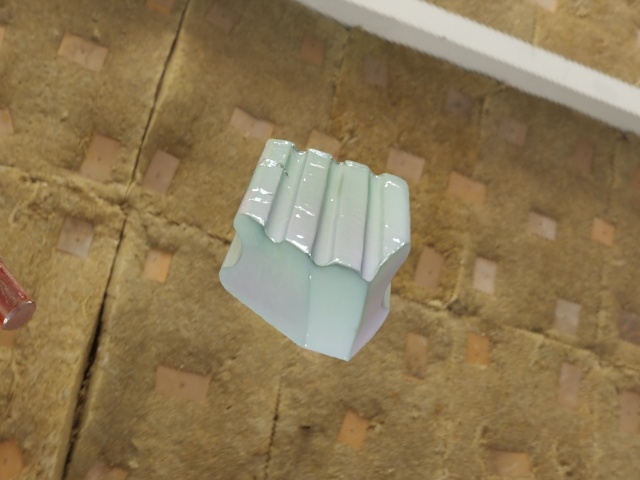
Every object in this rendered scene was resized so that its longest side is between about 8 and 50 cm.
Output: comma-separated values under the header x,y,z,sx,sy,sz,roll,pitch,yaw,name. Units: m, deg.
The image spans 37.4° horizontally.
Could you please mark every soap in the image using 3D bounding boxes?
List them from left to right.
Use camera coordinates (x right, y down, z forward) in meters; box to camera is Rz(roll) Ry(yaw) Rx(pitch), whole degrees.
x,y,z,sx,sy,sz,roll,pitch,yaw,name
0.000,0.000,1.152,0.208,0.115,0.347,16,-157,-3,soap

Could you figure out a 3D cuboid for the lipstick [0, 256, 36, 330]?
x,y,z,sx,sy,sz,roll,pitch,yaw,name
-0.331,-0.038,0.774,0.061,0.068,0.274,-43,-82,-32,lipstick
